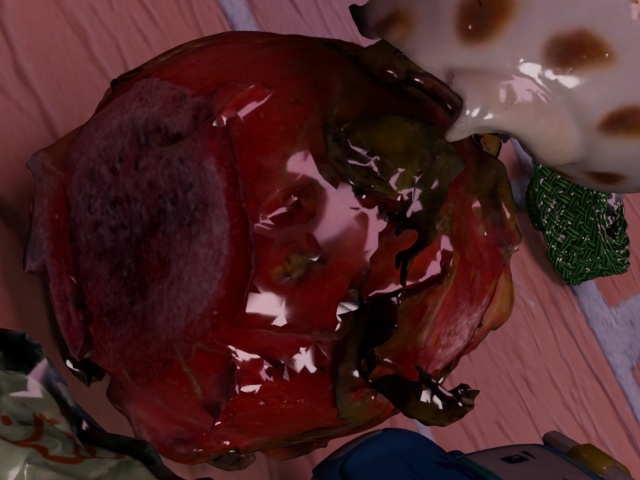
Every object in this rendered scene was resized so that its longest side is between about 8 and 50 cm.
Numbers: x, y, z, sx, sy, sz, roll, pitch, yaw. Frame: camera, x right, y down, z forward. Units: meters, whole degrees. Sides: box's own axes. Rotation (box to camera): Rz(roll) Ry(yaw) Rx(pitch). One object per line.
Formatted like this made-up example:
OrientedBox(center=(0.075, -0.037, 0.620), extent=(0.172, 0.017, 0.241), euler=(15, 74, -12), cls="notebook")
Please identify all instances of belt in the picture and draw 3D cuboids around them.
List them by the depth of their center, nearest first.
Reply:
OrientedBox(center=(0.242, -0.032, 1.379), extent=(0.121, 0.079, 0.151), euler=(23, 59, -60), cls="belt")

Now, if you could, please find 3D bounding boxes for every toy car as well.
OrientedBox(center=(0.127, 0.198, 0.873), extent=(0.314, 0.166, 0.198), euler=(34, -3, -38), cls="toy car")

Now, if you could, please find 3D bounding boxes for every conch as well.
OrientedBox(center=(0.148, -0.113, 0.755), extent=(0.183, 0.148, 0.275), euler=(54, 23, 8), cls="conch")

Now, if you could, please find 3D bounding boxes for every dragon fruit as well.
OrientedBox(center=(0.000, 0.000, 0.826), extent=(0.291, 0.269, 0.250), euler=(7, 70, -50), cls="dragon fruit")

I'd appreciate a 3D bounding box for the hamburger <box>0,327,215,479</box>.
OrientedBox(center=(-0.145, 0.147, 0.558), extent=(0.276, 0.261, 0.150), euler=(39, 50, 26), cls="hamburger")
